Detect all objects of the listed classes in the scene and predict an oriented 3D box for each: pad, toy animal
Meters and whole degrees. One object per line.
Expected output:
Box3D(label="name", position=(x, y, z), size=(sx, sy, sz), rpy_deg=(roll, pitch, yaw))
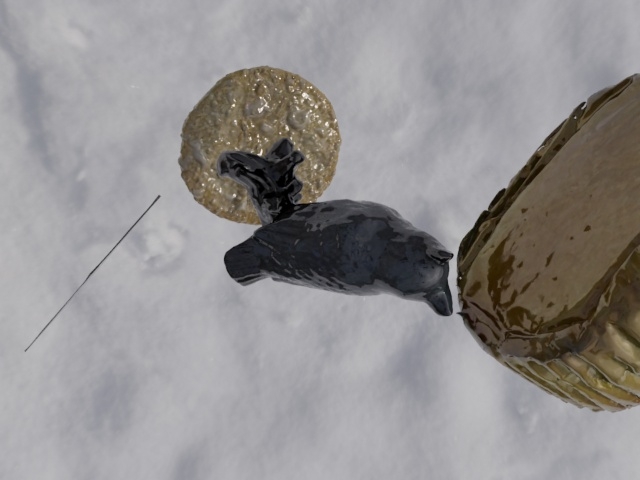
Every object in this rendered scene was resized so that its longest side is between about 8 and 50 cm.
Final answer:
Box3D(label="pad", position=(-0.375, 0.056, 1.086), size=(0.005, 0.202, 0.300), rpy_deg=(41, 133, -12))
Box3D(label="toy animal", position=(0.000, 0.002, 0.504), size=(0.117, 0.210, 0.121), rpy_deg=(-30, 124, -27))

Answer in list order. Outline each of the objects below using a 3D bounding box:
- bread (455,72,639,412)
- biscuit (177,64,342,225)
Box3D(label="bread", position=(0.232, 0.006, 0.517), size=(0.142, 0.227, 0.253), rpy_deg=(29, 110, -25))
Box3D(label="biscuit", position=(-0.074, -0.114, 0.849), size=(0.220, 0.033, 0.219), rpy_deg=(-11, 120, -19))
